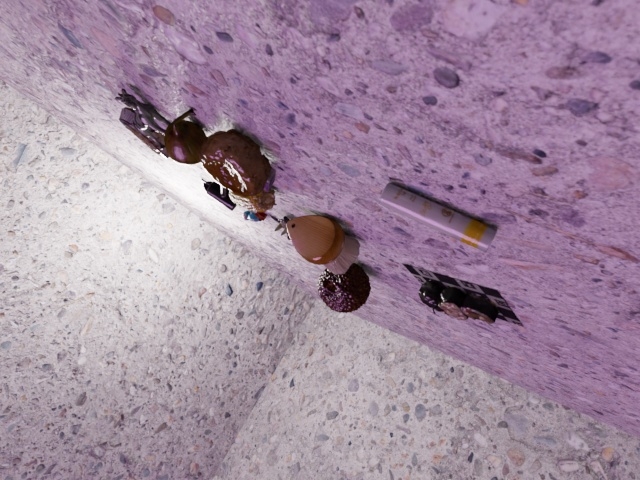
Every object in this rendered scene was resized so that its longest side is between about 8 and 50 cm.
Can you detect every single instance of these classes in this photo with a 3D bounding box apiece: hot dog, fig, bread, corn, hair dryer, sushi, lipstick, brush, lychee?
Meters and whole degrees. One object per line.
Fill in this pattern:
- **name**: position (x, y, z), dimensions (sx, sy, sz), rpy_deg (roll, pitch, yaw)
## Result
- **hot dog**: position (-0.689, -0.427, 1.632), dimensions (0.144, 0.075, 0.268), rpy_deg (29, 170, 24)
- **fig**: position (-0.435, -0.319, 1.309), dimensions (0.148, 0.142, 0.186), rpy_deg (1, 175, 8)
- **bread**: position (-0.252, -0.237, 1.239), dimensions (0.230, 0.123, 0.230), rpy_deg (25, 154, 13)
- **corn**: position (-0.276, -0.173, 1.592), dimensions (0.106, 0.106, 0.305), rpy_deg (40, 167, -35)
- **hair dryer**: position (-0.454, -0.246, 1.838), dimensions (0.196, 0.078, 0.248), rpy_deg (32, 158, -4)
- **sushi**: position (0.472, 0.232, 1.439), dimensions (0.373, 0.100, 0.296), rpy_deg (16, 161, 48)
- **lipstick**: position (0.260, -0.056, 0.929), dimensions (0.264, 0.059, 0.059), rpy_deg (27, 167, 16)
- **brush**: position (0.000, 0.000, 1.518), dimensions (0.267, 0.174, 0.166), rpy_deg (31, 180, 39)
- **lychee**: position (0.123, 0.213, 1.892), dimensions (0.271, 0.271, 0.271), rpy_deg (29, 167, 7)

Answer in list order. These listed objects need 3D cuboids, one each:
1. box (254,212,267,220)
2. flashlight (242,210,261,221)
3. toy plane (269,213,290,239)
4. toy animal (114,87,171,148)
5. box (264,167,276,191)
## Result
- **box**: position (-0.289, -0.123, 1.993), dimensions (0.051, 0.023, 0.082), rpy_deg (32, 167, -9)
- **flashlight**: position (-0.346, -0.122, 2.088), dimensions (0.129, 0.051, 0.051), rpy_deg (12, 158, 39)
- **toy plane**: position (-0.133, -0.048, 1.816), dimensions (0.192, 0.088, 0.262), rpy_deg (33, 178, 17)
- **toy animal**: position (-0.591, -0.420, 1.431), dimensions (0.170, 0.089, 0.255), rpy_deg (27, 161, -3)
- **box**: position (-0.177, -0.204, 1.371), dimensions (0.036, 0.050, 0.117), rpy_deg (29, 169, -4)
